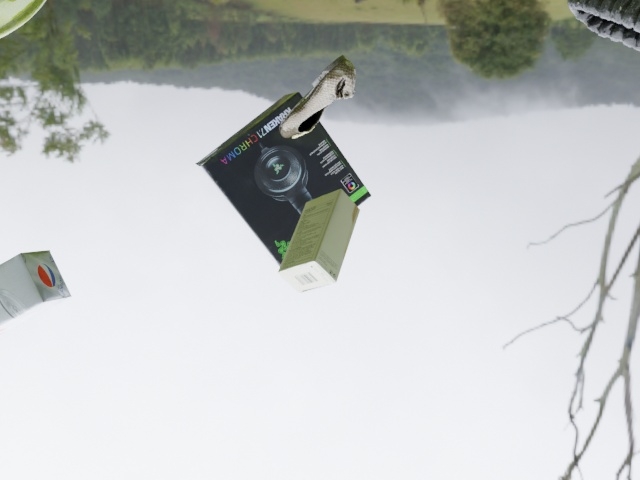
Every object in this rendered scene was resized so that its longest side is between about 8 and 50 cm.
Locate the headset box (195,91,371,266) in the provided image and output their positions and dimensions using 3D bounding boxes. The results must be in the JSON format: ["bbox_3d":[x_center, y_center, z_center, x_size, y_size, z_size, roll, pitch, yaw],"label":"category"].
[{"bbox_3d":[-0.072,-0.119,1.372,0.246,0.283,0.131,-38,-163,-6],"label":"headset box"}]

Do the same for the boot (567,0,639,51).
[{"bbox_3d":[0.417,-0.400,0.865,0.131,0.260,0.348,20,-157,-18],"label":"boot"}]

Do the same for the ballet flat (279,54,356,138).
[{"bbox_3d":[-0.002,-0.219,1.088,0.084,0.058,0.250,-44,-176,-28],"label":"ballet flat"}]

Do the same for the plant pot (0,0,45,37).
[{"bbox_3d":[-0.428,-0.427,0.644,0.367,0.366,0.353,-12,177,-27],"label":"plant pot"}]

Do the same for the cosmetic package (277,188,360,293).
[{"bbox_3d":[0.000,0.000,0.757,0.060,0.041,0.115,-18,-142,39],"label":"cosmetic package"}]

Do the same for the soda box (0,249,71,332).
[{"bbox_3d":[-0.589,0.123,1.153,0.286,0.098,0.091,-27,177,9],"label":"soda box"}]
